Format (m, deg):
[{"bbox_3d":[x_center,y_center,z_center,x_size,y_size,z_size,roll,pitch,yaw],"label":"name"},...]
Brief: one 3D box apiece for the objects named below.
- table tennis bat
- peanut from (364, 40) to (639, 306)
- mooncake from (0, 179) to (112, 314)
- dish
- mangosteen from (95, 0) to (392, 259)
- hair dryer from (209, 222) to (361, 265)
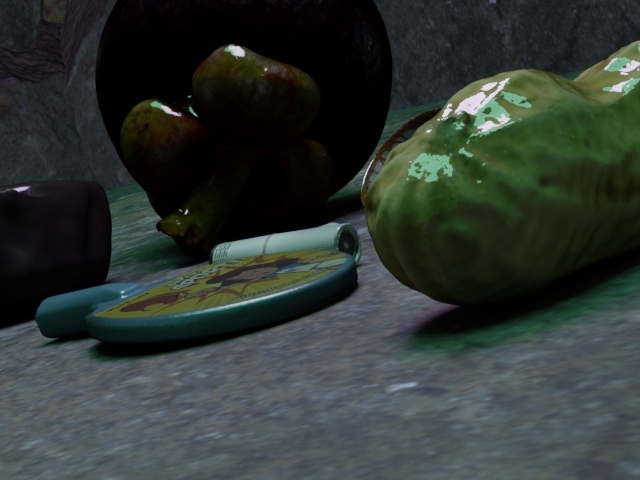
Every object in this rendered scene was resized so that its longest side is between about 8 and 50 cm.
[{"bbox_3d":[-0.117,0.052,1.220,0.329,0.044,0.215,-7,11,37],"label":"table tennis bat"},{"bbox_3d":[0.167,-0.053,0.988,0.325,0.153,0.140,-27,17,-29],"label":"peanut"},{"bbox_3d":[-0.369,0.015,1.599,0.283,0.141,0.283,-8,0,0],"label":"mooncake"},{"bbox_3d":[0.119,-0.064,1.528,0.141,0.078,0.141,-35,30,24],"label":"dish"},{"bbox_3d":[-0.107,-0.176,1.729,0.382,0.382,0.435,-12,25,23],"label":"mangosteen"},{"bbox_3d":[0.007,-0.001,1.368,0.154,0.044,0.183,-6,8,38],"label":"hair dryer"}]
